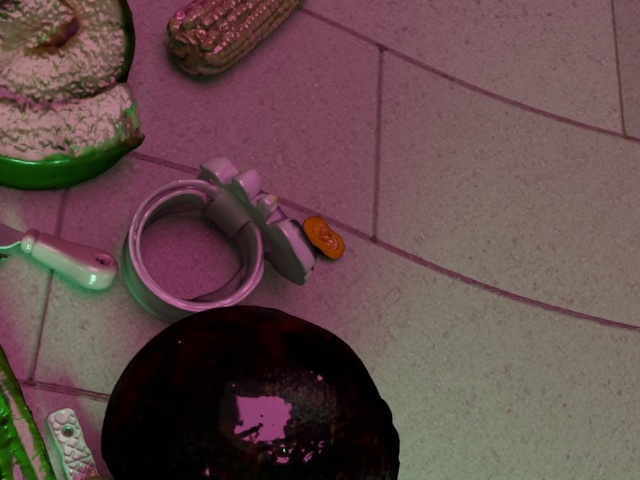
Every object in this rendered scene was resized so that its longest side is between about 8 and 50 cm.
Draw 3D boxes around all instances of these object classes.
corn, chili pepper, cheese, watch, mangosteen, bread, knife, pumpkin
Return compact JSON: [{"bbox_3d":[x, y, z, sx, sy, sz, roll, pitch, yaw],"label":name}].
[{"bbox_3d":[-0.121,-0.387,1.908,0.126,0.126,0.335,46,54,5],"label":"corn"},{"bbox_3d":[-0.431,0.172,1.521,0.085,0.076,0.359,-20,70,5],"label":"chili pepper"},{"bbox_3d":[-0.304,0.340,1.496,0.127,0.050,0.255,-19,71,-27],"label":"cheese"},{"bbox_3d":[-0.156,0.019,1.644,0.231,0.196,0.244,-41,87,-26],"label":"watch"},{"bbox_3d":[-0.078,0.290,1.424,0.381,0.381,0.421,-11,77,-26],"label":"mangosteen"},{"bbox_3d":[-0.418,-0.260,1.683,0.382,0.129,0.366,39,65,-3],"label":"bread"},{"bbox_3d":[-0.451,-0.004,1.610,0.336,0.043,0.081,20,24,-7],"label":"knife"},{"bbox_3d":[0.000,0.000,1.802,0.083,0.028,0.050,42,55,-7],"label":"pumpkin"}]
